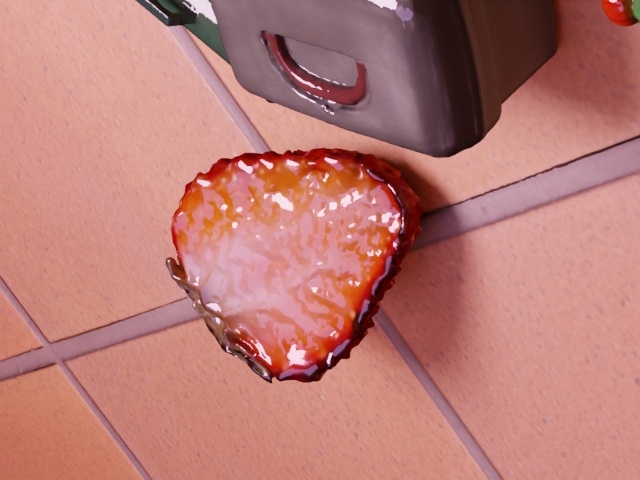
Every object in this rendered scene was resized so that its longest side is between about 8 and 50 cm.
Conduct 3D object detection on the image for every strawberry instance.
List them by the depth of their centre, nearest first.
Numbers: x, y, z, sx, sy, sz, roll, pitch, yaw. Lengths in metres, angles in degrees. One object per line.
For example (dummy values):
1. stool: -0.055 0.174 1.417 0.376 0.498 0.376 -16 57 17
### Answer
1. strawberry: 0.000 0.000 1.396 0.236 0.111 0.190 -31 88 37

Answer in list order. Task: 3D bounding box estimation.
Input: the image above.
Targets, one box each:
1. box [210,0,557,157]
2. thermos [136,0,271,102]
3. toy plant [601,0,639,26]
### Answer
1. box: 0.037 -0.150 1.123 0.210 0.129 0.148 22 140 39
2. thermos: -0.085 -0.181 1.306 0.187 0.083 0.073 40 172 19
3. toy plant: 0.176 -0.177 0.942 0.154 0.088 0.240 50 152 -4
